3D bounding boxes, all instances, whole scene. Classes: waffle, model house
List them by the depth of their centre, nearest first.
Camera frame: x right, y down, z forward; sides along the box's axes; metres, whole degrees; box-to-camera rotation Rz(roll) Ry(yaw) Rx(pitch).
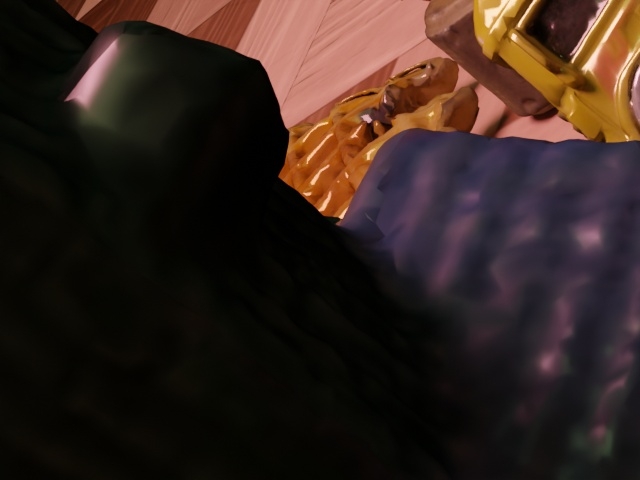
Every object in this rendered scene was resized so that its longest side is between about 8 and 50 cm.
[{"bbox_3d":[-0.039,0.061,0.580,0.343,0.382,0.334,-29,31,58],"label":"model house"},{"bbox_3d":[-0.002,-0.002,1.106,0.261,0.056,0.250,-22,36,52],"label":"waffle"}]

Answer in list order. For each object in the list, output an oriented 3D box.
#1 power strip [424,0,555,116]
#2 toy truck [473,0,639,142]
[{"bbox_3d":[0.205,-0.180,0.899,0.387,0.092,0.066,-32,30,43],"label":"power strip"},{"bbox_3d":[0.169,-0.163,0.742,0.272,0.157,0.124,-58,-18,13],"label":"toy truck"}]
